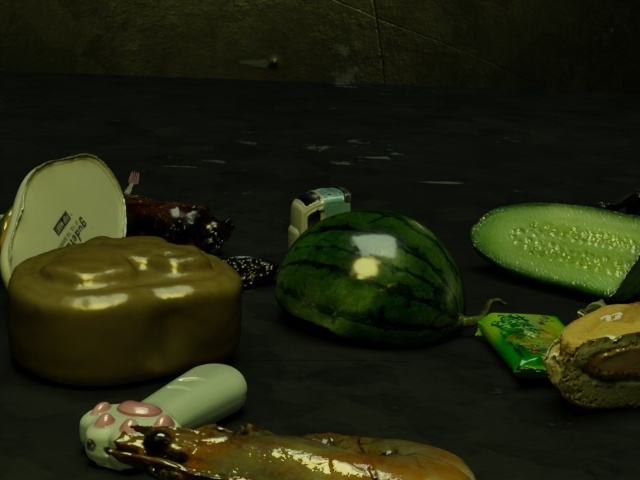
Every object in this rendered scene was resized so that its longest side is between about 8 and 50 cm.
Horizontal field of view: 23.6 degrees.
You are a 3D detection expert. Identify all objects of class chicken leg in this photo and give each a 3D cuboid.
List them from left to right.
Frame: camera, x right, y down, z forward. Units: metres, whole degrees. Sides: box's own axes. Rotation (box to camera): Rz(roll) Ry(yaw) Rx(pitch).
[{"bbox_3d":[-0.221,-0.023,1.988,0.234,0.063,0.105,8,10,30],"label":"chicken leg"}]

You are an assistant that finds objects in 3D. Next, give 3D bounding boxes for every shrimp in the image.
[{"bbox_3d":[-0.019,0.172,1.208,0.287,0.063,0.152,8,12,9],"label":"shrimp"}]

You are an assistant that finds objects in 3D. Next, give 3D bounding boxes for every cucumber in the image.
[{"bbox_3d":[0.297,0.012,1.881,0.244,0.115,0.063,17,-18,38],"label":"cucumber"}]

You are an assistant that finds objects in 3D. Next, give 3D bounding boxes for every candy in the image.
[{"bbox_3d":[0.227,0.111,1.569,0.102,0.032,0.178,1,14,-9],"label":"candy"}]

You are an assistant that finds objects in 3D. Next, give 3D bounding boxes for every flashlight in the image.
[{"bbox_3d":[-0.128,0.147,1.326,0.093,0.047,0.200,9,16,26],"label":"flashlight"}]

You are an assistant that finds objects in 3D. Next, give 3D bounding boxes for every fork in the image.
[{"bbox_3d":[-0.290,-0.084,2.337,0.016,0.012,0.115,-2,18,0],"label":"fork"}]

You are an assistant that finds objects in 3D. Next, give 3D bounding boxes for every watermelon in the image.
[{"bbox_3d":[0.063,0.031,1.672,0.232,0.127,0.204,13,20,29],"label":"watermelon"}]

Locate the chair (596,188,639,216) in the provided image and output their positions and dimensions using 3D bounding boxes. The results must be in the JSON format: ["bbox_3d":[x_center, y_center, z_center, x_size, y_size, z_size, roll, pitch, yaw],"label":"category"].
[{"bbox_3d":[0.450,-0.007,1.945,0.106,0.113,0.229,16,22,38],"label":"chair"}]

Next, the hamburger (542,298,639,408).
[{"bbox_3d":[0.284,0.107,1.470,0.176,0.087,0.102,-11,22,-20],"label":"hamburger"}]

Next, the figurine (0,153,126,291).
[{"bbox_3d":[-0.332,0.009,1.730,0.141,0.166,0.250,-16,18,27],"label":"figurine"}]

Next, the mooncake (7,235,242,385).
[{"bbox_3d":[-0.204,0.061,1.536,0.235,0.117,0.235,1,17,0],"label":"mooncake"}]

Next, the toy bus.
[{"bbox_3d":[0.000,0.000,1.800,0.075,0.123,0.060,-6,15,-17],"label":"toy bus"}]

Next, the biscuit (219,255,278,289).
[{"bbox_3d":[-0.093,0.039,1.821,0.087,0.027,0.089,1,13,-2],"label":"biscuit"}]
